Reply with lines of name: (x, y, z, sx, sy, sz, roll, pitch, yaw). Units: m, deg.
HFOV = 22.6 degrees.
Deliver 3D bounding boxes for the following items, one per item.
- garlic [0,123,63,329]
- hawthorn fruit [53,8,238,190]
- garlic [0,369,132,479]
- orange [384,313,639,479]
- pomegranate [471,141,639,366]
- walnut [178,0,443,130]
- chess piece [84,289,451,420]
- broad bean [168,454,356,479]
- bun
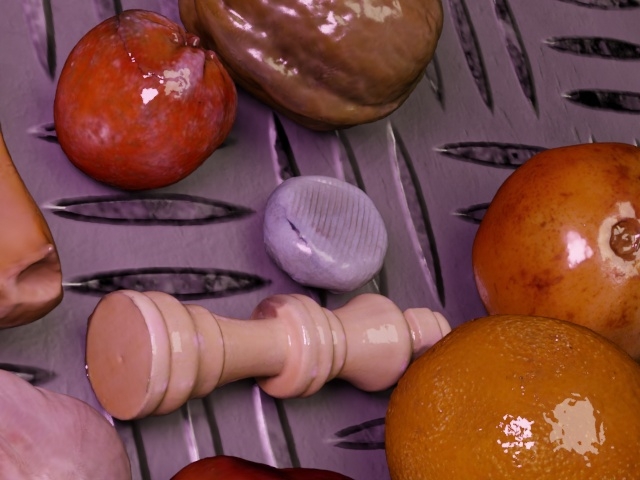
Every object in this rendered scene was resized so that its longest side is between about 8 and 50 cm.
garlic: (-0.296, -0.070, 1.381, 0.151, 0.196, 0.338, 20, 47, -45)
hawthorn fruit: (-0.170, -0.129, 1.529, 0.173, 0.173, 0.172, 18, 56, -28)
garlic: (-0.275, 0.241, 1.205, 0.322, 0.241, 0.322, 7, 53, -10)
orange: (0.197, 0.200, 1.546, 0.274, 0.274, 0.274, 18, 56, -28)
pomegranate: (0.291, 0.025, 1.731, 0.264, 0.264, 0.264, 18, 56, -28)
walnut: (-0.005, -0.246, 1.671, 0.283, 0.227, 0.283, 9, 69, -24)
chess piece: (-0.029, 0.101, 1.540, 0.397, 0.117, 0.117, 0, 66, -40)
broad bean: (-0.034, 0.260, 1.424, 0.229, 0.156, 0.122, 16, 89, -25)
bun: (0.000, 0.000, 1.634, 0.141, 0.083, 0.140, 21, 43, -20)
